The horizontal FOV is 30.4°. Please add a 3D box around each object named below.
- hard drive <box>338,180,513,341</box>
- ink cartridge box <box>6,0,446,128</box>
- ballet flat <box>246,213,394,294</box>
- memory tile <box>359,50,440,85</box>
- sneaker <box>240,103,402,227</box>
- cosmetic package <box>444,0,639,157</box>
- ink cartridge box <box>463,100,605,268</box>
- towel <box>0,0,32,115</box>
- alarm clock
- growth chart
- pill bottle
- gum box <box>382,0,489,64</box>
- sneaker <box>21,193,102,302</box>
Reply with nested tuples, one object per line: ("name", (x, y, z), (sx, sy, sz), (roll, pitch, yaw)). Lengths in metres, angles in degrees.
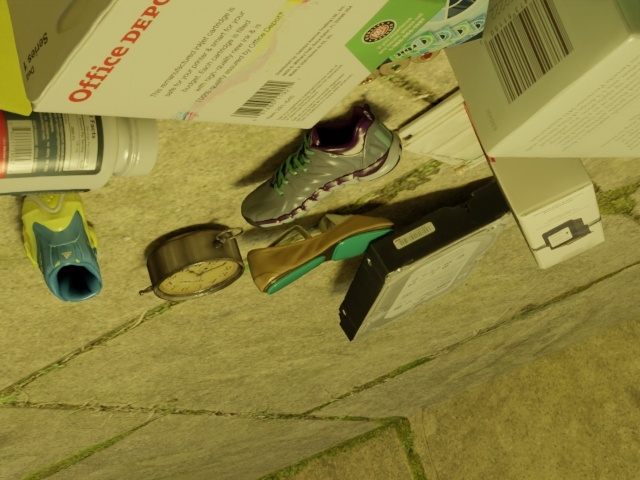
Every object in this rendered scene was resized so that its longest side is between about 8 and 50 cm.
("hard drive", (0.159, 0.042, 1.857), (0.236, 0.064, 0.339), (-26, 165, -18))
("ink cartridge box", (-0.075, -0.190, 0.920), (0.278, 0.117, 0.201), (-1, 154, -40))
("ballet flat", (0.000, 0.000, 1.673), (0.232, 0.073, 0.080), (-24, 162, -27))
("memory tile", (0.057, -0.201, 1.285), (0.148, 0.012, 0.113), (-20, 160, 7))
("sneaker", (-0.016, -0.098, 1.437), (0.223, 0.083, 0.098), (-26, 135, 17))
("cosmetic package", (0.387, -0.214, 1.315), (0.453, 0.162, 0.230), (-2, 154, -37))
("ink cartridge box", (0.274, -0.084, 1.487), (0.100, 0.172, 0.237), (-25, 158, 8))
("towel", (-0.315, -0.171, 0.971), (0.237, 0.021, 0.102), (11, 116, -54))
("alarm clock", (-0.162, 0.023, 1.608), (0.129, 0.064, 0.192), (-1, 156, -39))
("growth chart", (0.201, -0.146, 1.540), (0.172, 0.021, 0.237), (-29, 157, 26))
("pill bottle", (-0.257, -0.099, 1.146), (0.180, 0.108, 0.108), (-4, 156, -33))
("gum box", (0.088, -0.244, 1.143), (0.156, 0.041, 0.184), (-16, 157, -7))
("sneaker", (-0.308, 0.032, 1.415), (0.091, 0.126, 0.240), (-15, 159, -7))
